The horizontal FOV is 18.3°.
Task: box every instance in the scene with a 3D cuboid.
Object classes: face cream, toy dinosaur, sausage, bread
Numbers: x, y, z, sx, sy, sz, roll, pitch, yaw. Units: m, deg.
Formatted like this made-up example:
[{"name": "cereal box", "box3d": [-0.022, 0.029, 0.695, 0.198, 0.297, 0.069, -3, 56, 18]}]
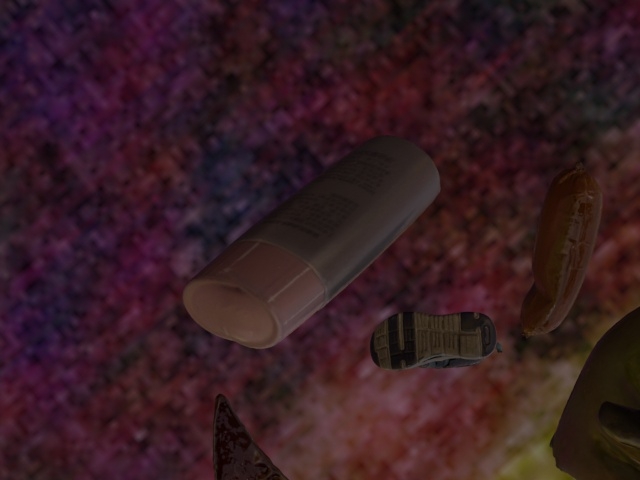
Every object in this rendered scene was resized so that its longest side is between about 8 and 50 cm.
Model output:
[{"name": "face cream", "box3d": [0.000, 0.000, 1.302, 0.198, 0.084, 0.057, -40, 133, -40]}, {"name": "toy dinosaur", "box3d": [-0.009, 0.300, 1.894, 0.207, 0.327, 0.113, -12, 156, 7]}, {"name": "sausage", "box3d": [0.230, 0.012, 1.886, 0.054, 0.062, 0.183, 5, 108, -17]}, {"name": "bread", "box3d": [0.293, 0.114, 1.474, 0.261, 0.156, 0.158, -33, -163, 8]}]

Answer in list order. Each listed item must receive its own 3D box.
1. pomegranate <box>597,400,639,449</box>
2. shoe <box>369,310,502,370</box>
[{"name": "pomegranate", "box3d": [0.274, 0.153, 0.900, 0.242, 0.306, 0.242, -19, 143, -15]}, {"name": "shoe", "box3d": [0.124, 0.110, 2.150, 0.143, 0.063, 0.071, -7, 165, 14]}]
